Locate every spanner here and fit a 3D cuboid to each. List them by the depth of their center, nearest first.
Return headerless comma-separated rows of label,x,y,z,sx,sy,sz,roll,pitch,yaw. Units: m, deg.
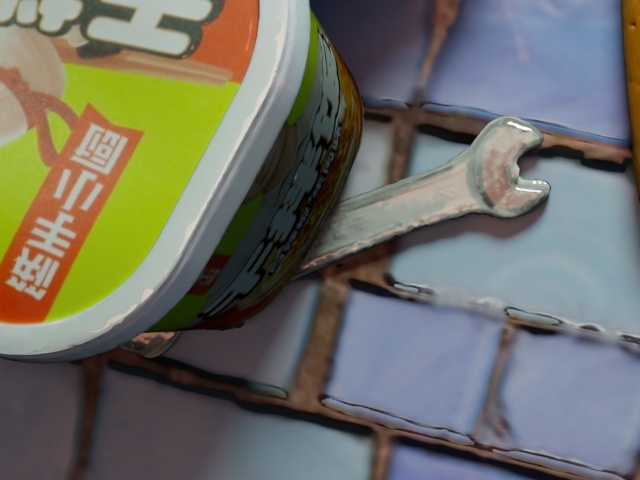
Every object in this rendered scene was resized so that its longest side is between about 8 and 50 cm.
spanner,0.000,0.000,1.182,0.302,0.017,0.071,-19,86,10

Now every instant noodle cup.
instant noodle cup,-0.114,-0.072,1.047,0.293,0.308,0.294,-2,83,15

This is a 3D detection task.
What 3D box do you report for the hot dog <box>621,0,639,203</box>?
hot dog,0.228,-0.112,1.118,0.100,0.068,0.250,-5,87,11
